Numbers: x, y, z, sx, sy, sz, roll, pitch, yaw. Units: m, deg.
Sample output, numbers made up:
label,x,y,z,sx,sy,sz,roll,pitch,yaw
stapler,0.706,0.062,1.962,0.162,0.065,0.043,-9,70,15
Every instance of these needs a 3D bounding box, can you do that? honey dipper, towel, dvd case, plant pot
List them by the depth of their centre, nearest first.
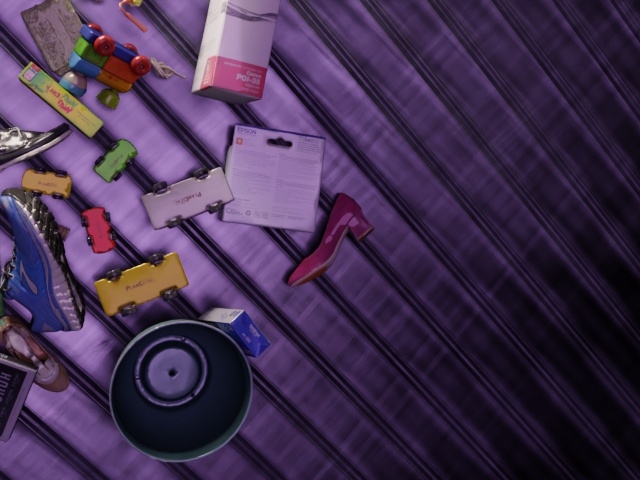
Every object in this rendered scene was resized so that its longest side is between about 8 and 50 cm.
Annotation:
label,x,y,z,sx,sy,sz,roll,pitch,yaw
dvd case,-0.723,0.295,1.678,0.238,0.029,0.179,23,103,-11
towel,-0.542,-0.429,1.706,0.110,0.027,0.148,-33,106,-12
honey dipper,-0.606,-0.044,1.722,0.160,0.030,0.031,26,87,-14
plant pot,-0.308,0.300,1.759,0.293,0.196,0.293,-2,96,-18

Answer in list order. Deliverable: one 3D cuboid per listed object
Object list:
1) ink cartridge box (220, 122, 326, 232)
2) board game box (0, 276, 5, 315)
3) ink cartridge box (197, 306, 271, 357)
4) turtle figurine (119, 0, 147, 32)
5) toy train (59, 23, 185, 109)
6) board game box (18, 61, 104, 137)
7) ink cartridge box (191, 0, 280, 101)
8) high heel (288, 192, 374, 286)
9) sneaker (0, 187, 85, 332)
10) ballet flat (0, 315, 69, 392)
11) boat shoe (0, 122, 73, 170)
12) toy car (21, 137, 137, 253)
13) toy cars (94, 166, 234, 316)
label,x,y,z,sx,sy,sz,roll,pitch,yaw
ink cartridge box,-0.107,-0.140,1.864,0.223,0.045,0.224,8,92,-18
board game box,-0.709,0.037,1.651,0.030,0.136,0.260,0,96,27
ink cartridge box,-0.191,0.197,1.781,0.046,0.207,0.097,-42,107,-23
turtle figurine,-0.427,-0.575,1.699,0.269,0.087,0.217,38,77,-18
toy train,-0.415,-0.337,1.729,0.248,0.105,0.143,25,103,-41
board game box,-0.533,-0.285,1.688,0.181,0.092,0.043,41,83,-17
ink cartridge box,-0.174,-0.441,1.729,0.117,0.207,0.283,11,92,-20
high heel,0.000,0.000,1.909,0.244,0.082,0.117,-40,77,2
sneaker,-0.593,0.053,1.666,0.147,0.130,0.330,-14,112,-5
ballet flat,-0.607,0.248,1.726,0.073,0.067,0.206,-43,106,-11
boat shoe,-0.622,-0.195,1.672,0.233,0.084,0.079,-24,102,-11
toy car,-0.477,-0.122,1.742,0.239,0.053,0.225,44,81,-17
toy cars,-0.337,0.002,1.784,0.176,0.087,0.394,28,82,-8
